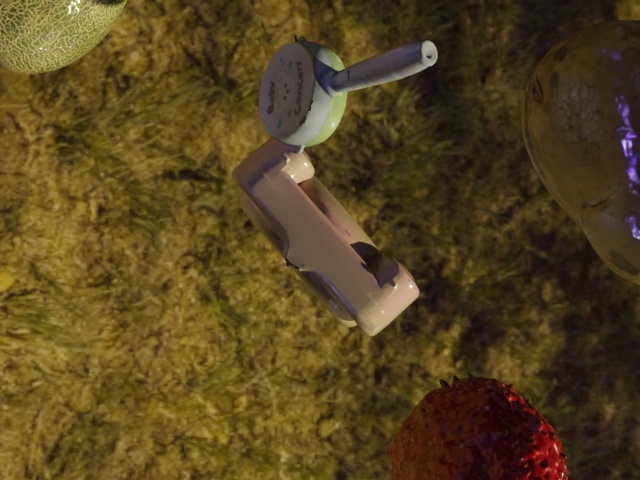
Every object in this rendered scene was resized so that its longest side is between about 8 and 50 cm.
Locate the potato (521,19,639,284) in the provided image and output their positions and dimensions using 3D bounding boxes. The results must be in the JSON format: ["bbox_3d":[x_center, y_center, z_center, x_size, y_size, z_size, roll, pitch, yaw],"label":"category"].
[{"bbox_3d":[0.237,-0.061,0.653,0.157,0.157,0.194,7,67,-51],"label":"potato"}]

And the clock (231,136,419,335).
[{"bbox_3d":[0.000,0.000,1.209,0.114,0.309,0.284,-42,89,-2],"label":"clock"}]

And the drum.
[{"bbox_3d":[0.018,-0.148,0.919,0.049,0.253,0.130,6,98,-37],"label":"drum"}]

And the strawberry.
[{"bbox_3d":[0.119,0.182,0.707,0.082,0.146,0.187,53,22,-34],"label":"strawberry"}]

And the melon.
[{"bbox_3d":[-0.237,-0.215,0.733,0.192,0.139,0.139,-54,128,-16],"label":"melon"}]
